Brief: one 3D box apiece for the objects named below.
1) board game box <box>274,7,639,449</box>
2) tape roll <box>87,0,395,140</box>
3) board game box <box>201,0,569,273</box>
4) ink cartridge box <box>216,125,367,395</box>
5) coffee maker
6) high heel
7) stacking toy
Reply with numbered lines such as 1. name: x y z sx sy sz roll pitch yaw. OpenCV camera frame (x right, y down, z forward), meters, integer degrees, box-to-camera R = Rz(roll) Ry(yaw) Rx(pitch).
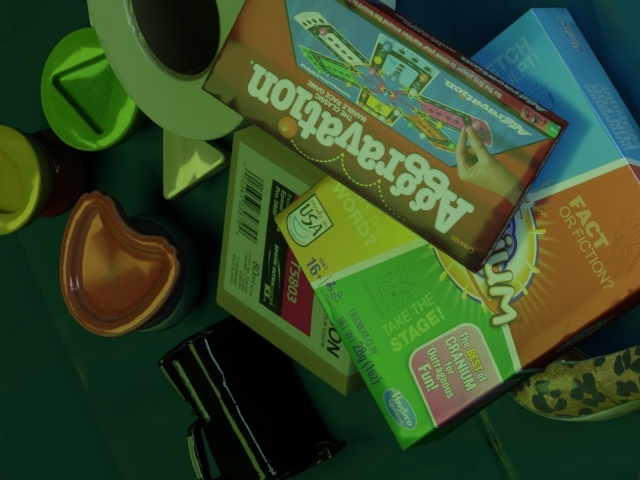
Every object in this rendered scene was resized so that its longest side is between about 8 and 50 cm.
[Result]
1. board game box: 0.136 -0.006 1.606 0.316 0.064 0.242 -39 73 31
2. tape roll: -0.074 -0.230 1.743 0.246 0.169 0.246 27 128 40
3. board game box: 0.048 -0.109 1.563 0.281 0.027 0.145 34 115 13
4. ink cartridge box: 0.000 0.000 1.844 0.193 0.088 0.234 34 131 35
5. coffee maker: -0.069 0.166 2.008 0.171 0.120 0.178 -29 87 29
6. high heel: 0.247 0.081 1.625 0.261 0.093 0.186 45 122 34
7. stacking toy: -0.215 -0.066 2.086 0.309 0.130 0.279 45 111 21
